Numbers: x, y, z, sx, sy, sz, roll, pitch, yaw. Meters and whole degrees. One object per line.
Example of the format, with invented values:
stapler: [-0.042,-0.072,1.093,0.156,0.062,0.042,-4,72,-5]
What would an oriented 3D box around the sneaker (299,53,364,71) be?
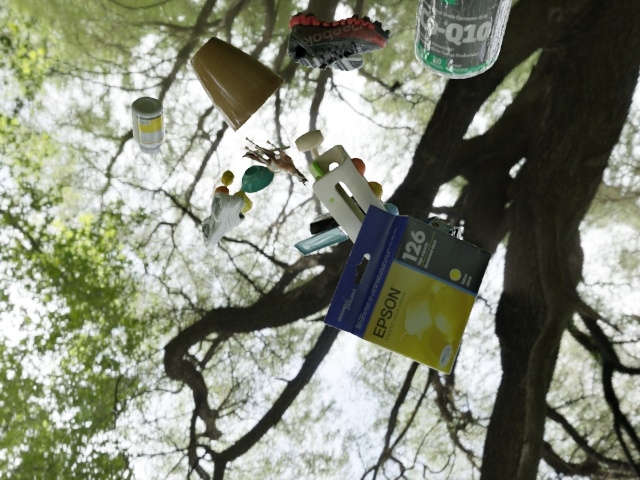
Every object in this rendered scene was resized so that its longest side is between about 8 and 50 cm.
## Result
sneaker: [0.040,-0.738,2.256,0.292,0.118,0.110,17,171,24]

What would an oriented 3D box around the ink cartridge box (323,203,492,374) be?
ink cartridge box: [0.205,0.109,1.330,0.307,0.304,0.072,23,174,-9]

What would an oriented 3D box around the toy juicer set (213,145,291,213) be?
toy juicer set: [-0.264,-0.234,2.159,0.209,0.090,0.329,12,-126,37]

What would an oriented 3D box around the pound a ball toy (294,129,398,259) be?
pound a ball toy: [0.079,-0.137,1.468,0.319,0.135,0.208,51,-166,-28]

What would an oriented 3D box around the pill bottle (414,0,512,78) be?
pill bottle: [0.311,-0.544,1.225,0.204,0.361,0.204,-2,-121,3]

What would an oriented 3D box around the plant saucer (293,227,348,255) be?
plant saucer: [0.000,0.000,1.958,0.067,0.192,0.018,41,-138,-36]

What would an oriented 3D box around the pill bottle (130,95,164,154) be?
pill bottle: [-0.574,-0.379,1.928,0.103,0.184,0.103,6,-129,-8]

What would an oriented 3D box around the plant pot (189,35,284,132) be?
plant pot: [-0.285,-0.521,1.856,0.254,0.237,0.237,44,-150,-16]

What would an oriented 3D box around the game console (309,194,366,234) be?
game console: [0.111,-0.116,1.973,0.213,0.044,0.361,-18,-167,28]

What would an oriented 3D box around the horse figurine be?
horse figurine: [-0.149,-0.252,1.797,0.174,0.066,0.263,35,171,-30]

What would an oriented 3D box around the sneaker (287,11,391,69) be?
sneaker: [0.035,-0.485,1.432,0.275,0.135,0.097,12,168,23]

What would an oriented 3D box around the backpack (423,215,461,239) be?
backpack: [0.400,0.037,2.157,0.213,0.264,0.276,36,-160,15]

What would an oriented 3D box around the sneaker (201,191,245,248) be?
sneaker: [-0.291,-0.052,1.772,0.115,0.232,0.090,-1,-125,-33]
